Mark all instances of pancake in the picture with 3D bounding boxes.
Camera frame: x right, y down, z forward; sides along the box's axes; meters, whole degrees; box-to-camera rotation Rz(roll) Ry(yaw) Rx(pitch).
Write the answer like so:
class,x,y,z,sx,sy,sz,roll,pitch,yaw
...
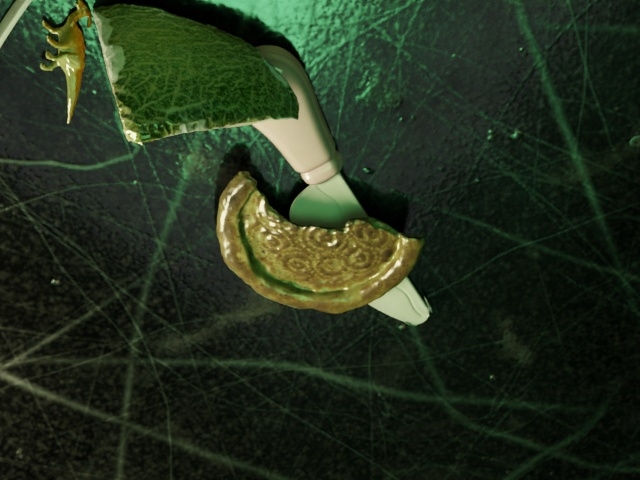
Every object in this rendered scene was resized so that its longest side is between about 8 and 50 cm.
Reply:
class,x,y,z,sx,sy,sz,roll,pitch,yaw
pancake,0.000,0.000,1.501,0.191,0.020,0.184,-11,127,10

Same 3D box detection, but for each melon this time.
class,x,y,z,sx,sy,sz,roll,pitch,yaw
melon,-0.125,-0.118,1.377,0.203,0.139,0.093,22,132,7

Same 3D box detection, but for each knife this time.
class,x,y,z,sx,sy,sz,roll,pitch,yaw
knife,0.006,-0.033,1.499,0.081,0.043,0.336,-24,119,11

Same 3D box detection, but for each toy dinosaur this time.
class,x,y,z,sx,sy,sz,roll,pitch,yaw
toy dinosaur,-0.225,-0.156,1.412,0.041,0.026,0.113,3,107,-28

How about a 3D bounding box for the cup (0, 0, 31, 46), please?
class,x,y,z,sx,sy,sz,roll,pitch,yaw
cup,-0.295,-0.200,1.367,0.104,0.074,0.116,1,124,-40
